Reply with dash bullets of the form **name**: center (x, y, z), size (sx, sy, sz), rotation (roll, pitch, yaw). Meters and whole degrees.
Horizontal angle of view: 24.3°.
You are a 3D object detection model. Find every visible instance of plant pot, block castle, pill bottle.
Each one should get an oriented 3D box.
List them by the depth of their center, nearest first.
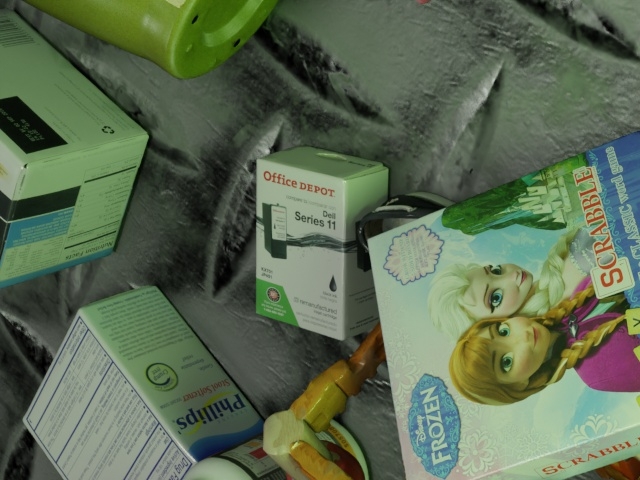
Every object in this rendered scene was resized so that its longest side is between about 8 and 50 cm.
- **block castle**: center (0.188, 0.262, 1.583), size (0.453, 0.303, 0.213), rotation (35, 168, 37)
- **plant pot**: center (-0.226, -0.384, 1.778), size (0.353, 0.366, 0.366), rotation (40, 128, 13)
- **pill bottle**: center (-0.080, 0.333, 1.888), size (0.162, 0.278, 0.162), rotation (14, 112, 39)

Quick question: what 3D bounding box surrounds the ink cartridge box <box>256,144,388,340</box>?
- **ink cartridge box**: center (0.000, 0.000, 1.841), size (0.153, 0.087, 0.209), rotation (15, 112, 39)

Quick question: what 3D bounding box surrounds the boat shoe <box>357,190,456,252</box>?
- **boat shoe**: center (0.176, 0.020, 1.679), size (0.302, 0.091, 0.114), rotation (12, 111, 40)

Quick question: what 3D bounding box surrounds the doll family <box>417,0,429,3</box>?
- **doll family**: center (0.097, -0.384, 1.606), size (0.163, 0.118, 0.263), rotation (-35, 78, 43)

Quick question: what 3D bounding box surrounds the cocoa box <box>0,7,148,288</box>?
- **cocoa box**: center (-0.457, -0.135, 2.122), size (0.347, 0.231, 0.228), rotation (41, 128, 26)

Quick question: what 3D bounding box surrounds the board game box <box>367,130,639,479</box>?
- **board game box**: center (0.217, 0.083, 1.486), size (0.318, 0.066, 0.319), rotation (-23, 52, 19)

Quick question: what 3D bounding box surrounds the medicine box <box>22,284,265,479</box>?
- **medicine box**: center (-0.255, 0.263, 2.119), size (0.289, 0.149, 0.263), rotation (49, 131, 20)
